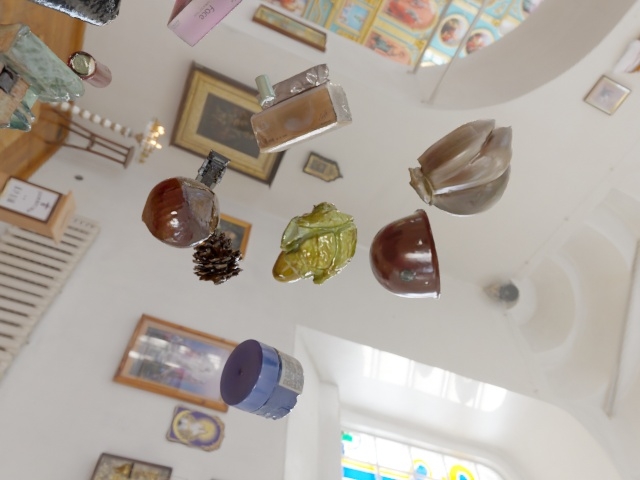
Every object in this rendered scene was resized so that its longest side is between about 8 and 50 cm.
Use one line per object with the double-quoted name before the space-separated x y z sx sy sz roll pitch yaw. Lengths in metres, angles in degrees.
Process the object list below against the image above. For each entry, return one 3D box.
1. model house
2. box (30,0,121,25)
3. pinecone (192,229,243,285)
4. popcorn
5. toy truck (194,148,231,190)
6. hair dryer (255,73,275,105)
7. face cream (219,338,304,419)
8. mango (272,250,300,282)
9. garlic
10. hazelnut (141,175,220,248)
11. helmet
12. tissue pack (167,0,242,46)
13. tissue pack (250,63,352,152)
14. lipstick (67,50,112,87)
"model house" -0.708 -0.262 1.016 0.194 0.266 0.325 56 48 -59
"box" -0.582 -0.704 1.123 0.350 0.091 0.359 -55 158 22
"pinecone" -0.316 0.051 1.480 0.173 0.173 0.174 -160 -90 -75
"popcorn" 0.002 0.004 1.566 0.276 0.276 0.226 -141 -145 -74
"toy truck" -0.394 -0.231 1.720 0.192 0.083 0.092 -49 -154 32
"hair dryer" -0.152 -0.386 1.285 0.124 0.037 0.063 164 -93 -75
"face cream" -0.212 0.519 1.803 0.249 0.225 0.249 -33 -140 33
"mango" -0.112 0.093 1.879 0.195 0.137 0.098 -40 156 -34
"garlic" 0.421 -0.188 1.388 0.324 0.279 0.132 -23 -138 11
"hazelnut" -0.309 -0.062 1.106 0.202 0.170 0.161 -44 155 -89
"helmet" 0.295 0.064 1.815 0.385 0.229 0.338 -103 -177 -78
"tissue pack" -0.297 -0.664 1.319 0.246 0.092 0.149 -23 -131 36
"tissue pack" -0.076 -0.458 1.690 0.305 0.239 0.239 -17 -137 23
"lipstick" -0.683 -0.505 1.447 0.241 0.080 0.080 -141 -108 -72
